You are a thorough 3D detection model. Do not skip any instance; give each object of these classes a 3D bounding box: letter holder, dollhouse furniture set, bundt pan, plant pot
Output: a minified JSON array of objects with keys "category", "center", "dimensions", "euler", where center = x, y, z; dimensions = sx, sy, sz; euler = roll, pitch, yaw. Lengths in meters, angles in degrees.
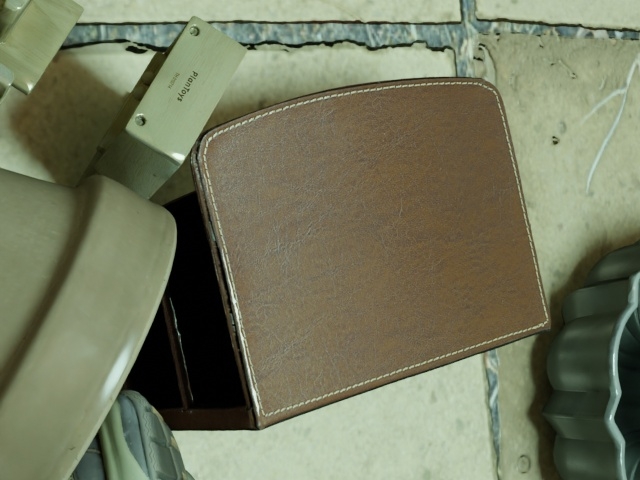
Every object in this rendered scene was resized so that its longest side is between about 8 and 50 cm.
[{"category":"letter holder","center":[0.000,0.000,1.245],"dimensions":[0.302,0.152,0.214],"euler":[-15,95,-40]},{"category":"dollhouse furniture set","center":[-0.196,-0.128,1.123],"dimensions":[0.242,0.161,0.212],"euler":[33,65,-10]},{"category":"bundt pan","center":[0.323,0.142,1.527],"dimensions":[0.331,0.124,0.330],"euler":[3,85,-41]},{"category":"plant pot","center":[-0.248,0.041,0.993],"dimensions":[0.229,0.263,0.263],"euler":[30,67,-15]}]

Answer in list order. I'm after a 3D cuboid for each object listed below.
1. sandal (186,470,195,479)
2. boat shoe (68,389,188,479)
[{"category":"sandal","center":[-0.068,0.254,1.225],"dimensions":[0.090,0.060,0.219],"euler":[-40,112,-35]},{"category":"boat shoe","center":[-0.137,0.270,1.068],"dimensions":[0.132,0.130,0.355],"euler":[67,9,-55]}]
